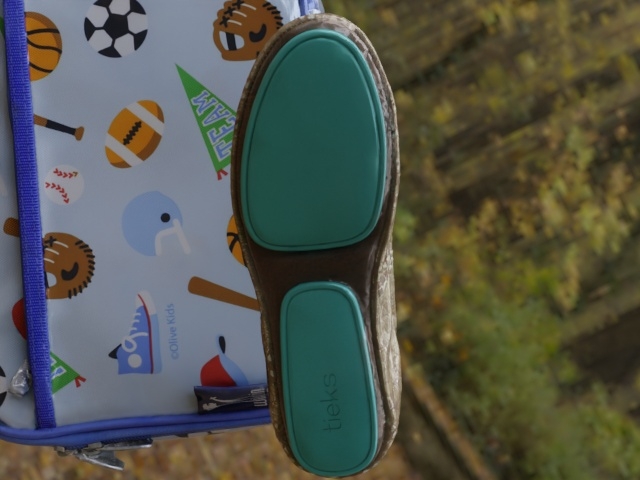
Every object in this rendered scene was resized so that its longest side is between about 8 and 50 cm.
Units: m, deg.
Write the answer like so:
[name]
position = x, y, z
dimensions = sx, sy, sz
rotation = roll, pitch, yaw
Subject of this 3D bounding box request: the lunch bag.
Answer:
[lunch bag]
position = -0.106, -0.023, 0.961
dimensions = 0.115, 0.243, 0.304
rotation = 56, 30, -86

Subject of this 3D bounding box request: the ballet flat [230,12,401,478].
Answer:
[ballet flat]
position = 0.000, 0.000, 0.720
dimensions = 0.067, 0.073, 0.206
rotation = -79, 170, -70
